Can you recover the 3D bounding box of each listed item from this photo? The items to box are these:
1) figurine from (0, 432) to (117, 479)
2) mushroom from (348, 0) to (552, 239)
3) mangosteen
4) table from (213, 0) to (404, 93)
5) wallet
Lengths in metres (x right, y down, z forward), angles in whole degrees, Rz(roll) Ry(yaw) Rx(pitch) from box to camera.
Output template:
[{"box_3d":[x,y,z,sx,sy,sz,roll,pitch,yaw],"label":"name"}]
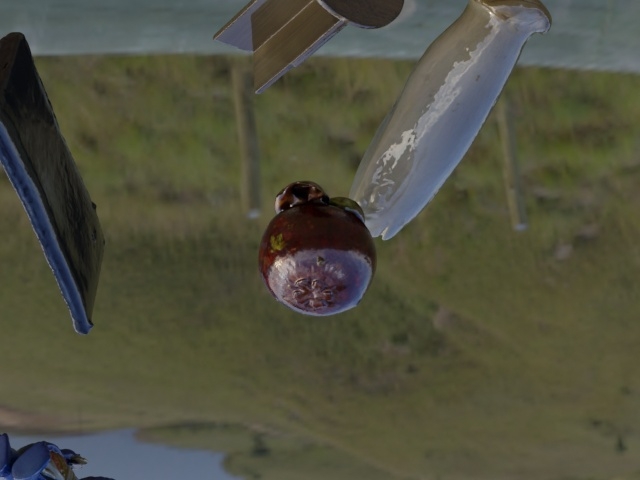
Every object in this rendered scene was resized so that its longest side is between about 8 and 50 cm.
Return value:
[{"box_3d":[-0.433,0.395,2.118,0.164,0.120,0.262,16,165,44],"label":"figurine"},{"box_3d":[0.170,-0.187,1.864,0.407,0.137,0.154,-55,173,15],"label":"mushroom"},{"box_3d":[0.008,0.005,1.629,0.146,0.181,0.156,15,134,24],"label":"mangosteen"},{"box_3d":[-0.025,-0.295,1.694,0.167,0.167,0.227,8,154,-36],"label":"table"},{"box_3d":[-0.260,-0.052,1.255,0.030,0.146,0.285,-7,131,8],"label":"wallet"}]
